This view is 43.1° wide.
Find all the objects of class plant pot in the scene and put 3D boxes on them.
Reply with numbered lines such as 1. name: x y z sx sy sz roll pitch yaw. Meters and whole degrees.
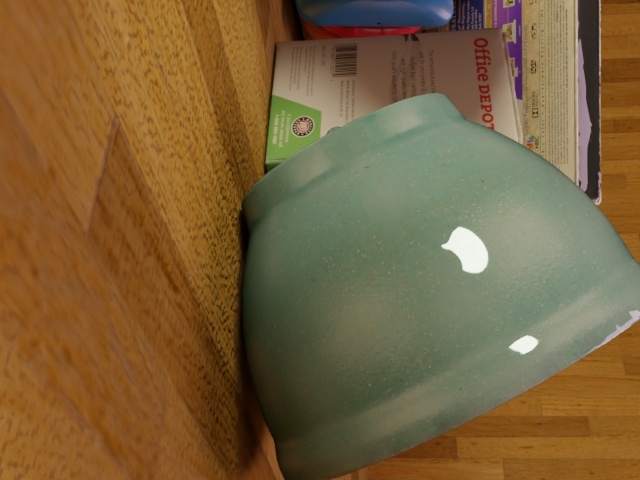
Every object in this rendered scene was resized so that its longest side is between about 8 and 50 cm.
1. plant pot: 0.060 0.018 0.589 0.196 0.293 0.293 62 4 6

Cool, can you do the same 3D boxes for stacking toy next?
1. stacking toy: 0.040 -0.240 0.989 0.302 0.175 0.166 103 -16 -62

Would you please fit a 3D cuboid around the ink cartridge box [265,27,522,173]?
1. ink cartridge box: 0.067 -0.110 0.759 0.093 0.219 0.160 80 11 -53

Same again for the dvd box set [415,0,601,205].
1. dvd box set: 0.167 -0.191 1.086 0.062 0.420 0.308 -1 90 -44
